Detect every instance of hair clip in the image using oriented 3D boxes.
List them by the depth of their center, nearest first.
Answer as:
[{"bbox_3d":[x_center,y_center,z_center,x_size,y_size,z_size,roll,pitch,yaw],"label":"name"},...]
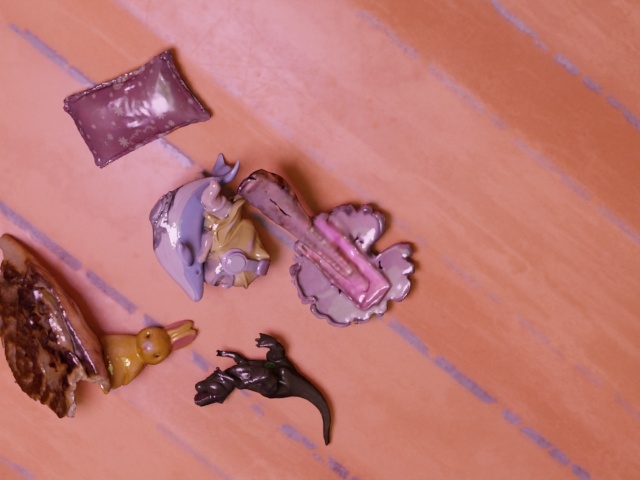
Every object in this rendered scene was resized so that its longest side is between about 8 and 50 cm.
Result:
[{"bbox_3d":[-0.002,-0.004,1.868,0.173,0.069,0.300,-41,116,11],"label":"hair clip"}]

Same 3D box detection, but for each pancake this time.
[{"bbox_3d":[-0.383,0.130,1.916,0.212,0.056,0.257,11,115,39],"label":"pancake"}]

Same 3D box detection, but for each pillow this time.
[{"bbox_3d":[-0.260,-0.182,1.873,0.185,0.043,0.118,-25,103,11],"label":"pillow"}]

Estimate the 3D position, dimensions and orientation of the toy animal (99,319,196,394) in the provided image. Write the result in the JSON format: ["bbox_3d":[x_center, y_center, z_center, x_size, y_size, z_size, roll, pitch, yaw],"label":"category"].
[{"bbox_3d":[-0.259,0.154,1.947,0.159,0.070,0.083,-23,103,5],"label":"toy animal"}]

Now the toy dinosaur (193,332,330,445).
[{"bbox_3d":[-0.082,0.221,1.971,0.187,0.087,0.179,-2,141,21],"label":"toy dinosaur"}]

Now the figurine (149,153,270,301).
[{"bbox_3d":[-0.148,-0.015,1.862,0.184,0.128,0.208,18,93,-23],"label":"figurine"}]
